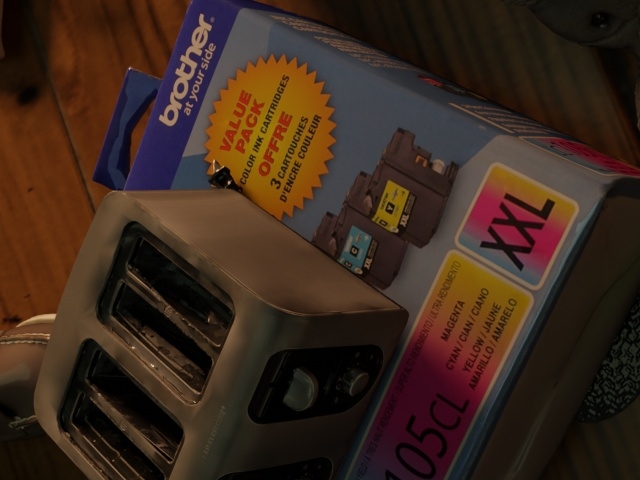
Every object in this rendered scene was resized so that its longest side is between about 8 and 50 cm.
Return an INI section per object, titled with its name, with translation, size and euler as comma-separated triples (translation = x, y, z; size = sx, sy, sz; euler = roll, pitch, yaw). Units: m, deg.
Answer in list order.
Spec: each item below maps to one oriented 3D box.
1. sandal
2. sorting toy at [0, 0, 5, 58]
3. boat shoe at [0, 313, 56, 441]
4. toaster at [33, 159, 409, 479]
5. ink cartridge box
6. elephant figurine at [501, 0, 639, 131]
[sandal]
translation = 0.195, 0.034, 0.647
size = 0.067, 0.040, 0.179
euler = 3, 86, 25
[sorting toy]
translation = -0.361, -0.281, 0.931
size = 0.348, 0.047, 0.196
euler = 12, 105, 29
[boat shoe]
translation = -0.336, 0.145, 0.926
size = 0.324, 0.097, 0.116
euler = -13, 88, 30
[toaster]
translation = -0.066, 0.065, 0.555
size = 0.186, 0.110, 0.168
euler = 36, 111, 32
[ink cartridge box]
translation = 0.000, 0.000, 0.669
size = 0.395, 0.151, 0.270
euler = 33, 108, 34
[elephant figurine]
translation = 0.163, -0.199, 0.584
size = 0.186, 0.169, 0.239
euler = 58, 139, 45
